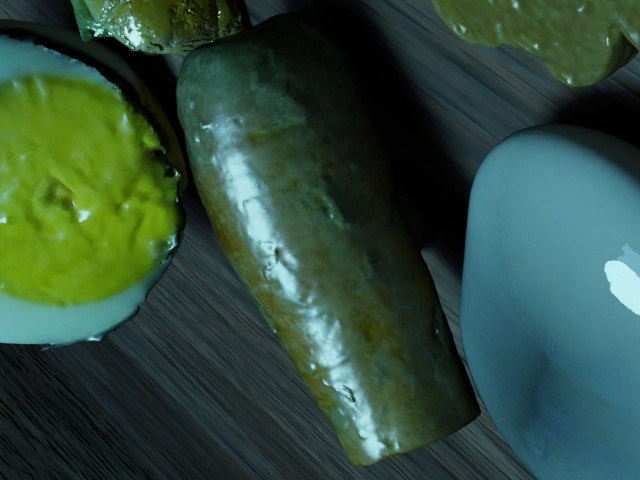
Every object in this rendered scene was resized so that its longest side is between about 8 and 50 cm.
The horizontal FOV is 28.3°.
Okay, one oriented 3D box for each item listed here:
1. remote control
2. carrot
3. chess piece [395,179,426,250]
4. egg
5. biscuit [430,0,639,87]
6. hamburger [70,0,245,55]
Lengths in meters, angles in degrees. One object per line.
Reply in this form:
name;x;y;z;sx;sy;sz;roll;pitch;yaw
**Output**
remote control;0.164;0.066;0.735;0.221;0.103;0.332;49;160;27
carrot;0.000;0.000;0.848;0.138;0.138;0.302;-12;99;66
chess piece;0.041;-0.016;0.942;0.083;0.038;0.084;43;159;21
egg;-0.284;-0.076;1.197;0.201;0.337;0.337;-107;-7;-59
biscuit;0.126;-0.150;0.549;0.202;0.044;0.288;57;159;-13
hamburger;-0.134;-0.192;0.923;0.176;0.102;0.087;54;146;-6
